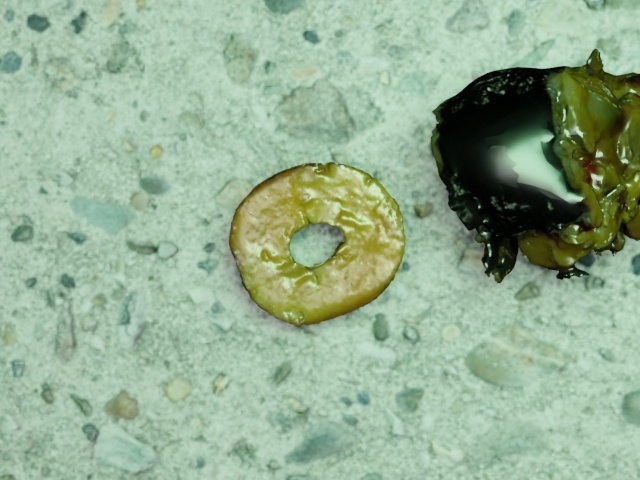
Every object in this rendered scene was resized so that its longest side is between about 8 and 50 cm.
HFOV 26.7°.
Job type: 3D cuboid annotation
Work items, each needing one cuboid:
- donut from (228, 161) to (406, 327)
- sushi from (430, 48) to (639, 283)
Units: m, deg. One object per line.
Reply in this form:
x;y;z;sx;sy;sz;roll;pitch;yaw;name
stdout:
0.000;0.000;1.382;0.178;0.065;0.162;-14;94;7;donut
0.231;-0.073;1.294;0.204;0.213;0.200;-13;112;21;sushi
